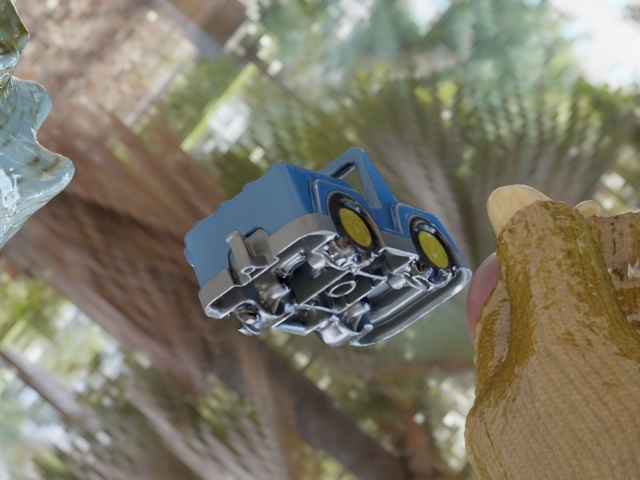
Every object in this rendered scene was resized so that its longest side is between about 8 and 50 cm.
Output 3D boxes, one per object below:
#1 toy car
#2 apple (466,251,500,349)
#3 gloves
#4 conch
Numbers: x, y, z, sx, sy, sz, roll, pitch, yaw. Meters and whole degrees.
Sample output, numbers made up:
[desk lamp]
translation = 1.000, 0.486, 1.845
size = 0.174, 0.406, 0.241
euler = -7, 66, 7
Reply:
[toy car]
translation = 0.000, 0.000, 1.183
size = 0.097, 0.100, 0.191
euler = -35, 151, 26
[apple]
translation = 0.193, 0.064, 1.545
size = 0.153, 0.153, 0.120
euler = -62, 153, -74
[gloves]
translation = 0.159, 0.097, 1.026
size = 0.155, 0.203, 0.356
euler = -41, -150, 33
[conch]
translation = -0.267, -0.076, 1.372
size = 0.169, 0.203, 0.386
euler = -38, 149, -43
